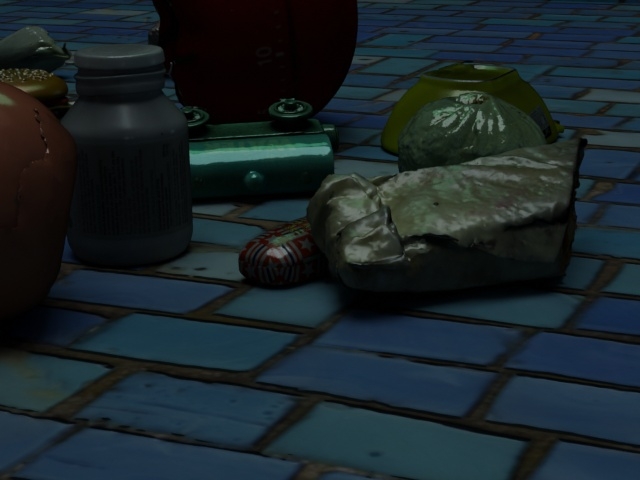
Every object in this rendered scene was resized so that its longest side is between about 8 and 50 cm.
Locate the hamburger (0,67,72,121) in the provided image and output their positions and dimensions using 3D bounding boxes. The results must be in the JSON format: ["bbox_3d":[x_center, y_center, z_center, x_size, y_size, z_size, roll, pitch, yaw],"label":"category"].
[{"bbox_3d":[-0.425,-0.181,1.900,0.162,0.115,0.162,0,17,0],"label":"hamburger"}]

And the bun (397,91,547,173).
[{"bbox_3d":[0.185,-0.122,1.662,0.195,0.118,0.195,-3,13,1],"label":"bun"}]

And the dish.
[{"bbox_3d":[0.216,-0.187,1.892,0.221,0.108,0.262,13,22,36],"label":"dish"}]

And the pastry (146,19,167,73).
[{"bbox_3d":[-0.267,-0.374,2.565,0.102,0.112,0.265,7,10,6],"label":"pastry"}]

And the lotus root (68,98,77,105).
[{"bbox_3d":[-0.354,-0.184,2.012,0.099,0.054,0.049,-7,8,-19],"label":"lotus root"}]

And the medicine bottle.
[{"bbox_3d":[-0.204,-0.092,1.410,0.135,0.215,0.135,-2,17,0],"label":"medicine bottle"}]

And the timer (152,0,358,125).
[{"bbox_3d":[-0.102,-0.343,1.965,0.279,0.378,0.378,-14,19,-13],"label":"timer"}]

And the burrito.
[{"bbox_3d":[0.153,-0.017,1.321,0.347,0.107,0.175,-10,43,-23],"label":"burrito"}]

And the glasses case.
[{"bbox_3d":[0.000,0.000,1.376,0.073,0.049,0.194,13,21,37],"label":"glasses case"}]

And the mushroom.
[{"bbox_3d":[-0.599,-0.339,2.488,0.278,0.096,0.099,-6,15,-1],"label":"mushroom"}]

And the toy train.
[{"bbox_3d":[-0.092,-0.103,1.670,0.248,0.101,0.159,-5,30,-9],"label":"toy train"}]

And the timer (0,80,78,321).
[{"bbox_3d":[-0.328,-0.035,1.212,0.214,0.230,0.229,7,16,-5],"label":"timer"}]
